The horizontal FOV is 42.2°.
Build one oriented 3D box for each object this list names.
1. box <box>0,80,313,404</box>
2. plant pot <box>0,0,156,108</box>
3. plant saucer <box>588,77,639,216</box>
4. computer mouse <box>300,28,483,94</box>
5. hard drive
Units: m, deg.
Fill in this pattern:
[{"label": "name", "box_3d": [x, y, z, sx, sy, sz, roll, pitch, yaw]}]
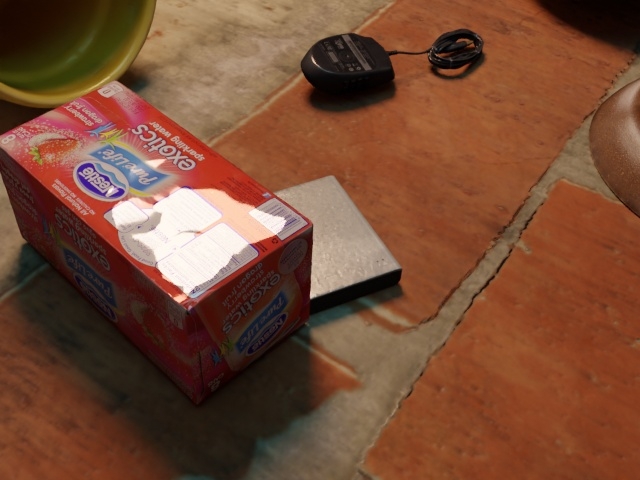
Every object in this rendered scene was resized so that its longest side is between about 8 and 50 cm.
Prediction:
[{"label": "box", "box_3d": [-0.138, -0.008, 0.686, 0.257, 0.122, 0.128, 36, 54, 28]}, {"label": "plant pot", "box_3d": [-0.343, -0.286, 0.877, 0.239, 0.254, 0.254, 22, 47, 38]}, {"label": "plant saucer", "box_3d": [0.441, -0.097, 0.861, 0.311, 0.050, 0.310, 1, 45, -1]}, {"label": "computer mouse", "box_3d": [0.086, -0.207, 0.959, 0.242, 0.041, 0.071, -12, 56, -23]}, {"label": "hard drive", "box_3d": [0.000, 0.000, 0.757, 0.094, 0.022, 0.135, -18, 49, -19]}]
